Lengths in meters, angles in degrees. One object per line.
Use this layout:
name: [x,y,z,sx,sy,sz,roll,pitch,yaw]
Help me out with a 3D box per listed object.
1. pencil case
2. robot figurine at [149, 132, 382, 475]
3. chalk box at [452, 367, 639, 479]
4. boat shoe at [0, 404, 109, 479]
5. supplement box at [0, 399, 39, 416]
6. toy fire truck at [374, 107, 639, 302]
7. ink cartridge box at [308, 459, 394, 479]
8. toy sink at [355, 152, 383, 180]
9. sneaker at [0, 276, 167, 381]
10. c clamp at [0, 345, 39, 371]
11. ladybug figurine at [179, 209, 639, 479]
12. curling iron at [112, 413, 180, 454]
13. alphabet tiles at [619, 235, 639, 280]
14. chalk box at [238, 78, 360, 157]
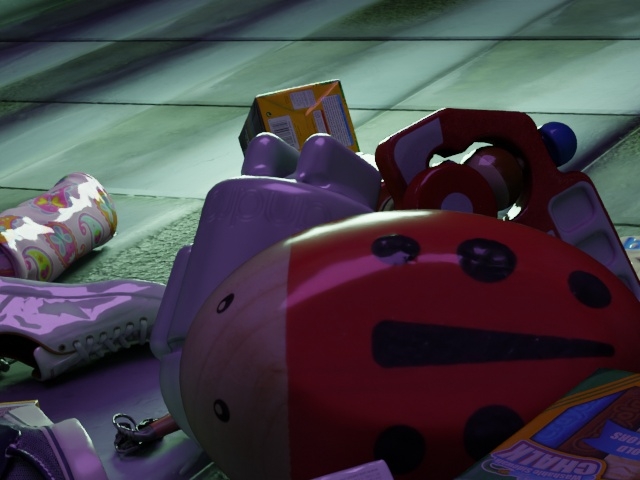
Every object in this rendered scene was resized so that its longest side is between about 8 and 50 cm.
pencil case: [-0.390,0.002,2.314,0.124,0.124,0.284,0,19,22]
robot figurine: [-0.044,0.072,1.676,0.300,0.353,0.200,0,-20,40]
chalk box: [0.218,0.239,1.250,0.179,0.180,0.289,8,23,39]
boat shoe: [-0.293,0.239,1.545,0.158,0.127,0.340,-21,6,-20]
supplement box: [-0.332,0.207,1.789,0.055,0.043,0.083,-5,18,9]
toy fire truck: [0.194,-0.006,1.802,0.254,0.302,0.169,-28,5,-24]
ink cartridge box: [0.000,0.297,1.263,0.189,0.066,0.232,-14,64,-16]
toy sink: [0.000,0.000,2.091,0.234,0.153,0.131,-18,21,-30]
sneaker: [-0.281,0.117,2.001,0.290,0.106,0.123,1,58,-5]
c clamp: [-0.432,0.143,2.064,0.137,0.022,0.160,-26,27,-31]
ladybug figurine: [0.099,0.108,1.481,0.449,0.305,0.162,-3,-16,-3]
curling iron: [-0.116,0.167,1.828,0.274,0.035,0.068,-24,24,-38]
alphabet tiles: [0.341,0.056,1.986,0.284,0.021,0.278,1,23,27]
chalk box: [-0.035,-0.125,2.446,0.132,0.132,0.213,-13,-14,-14]
